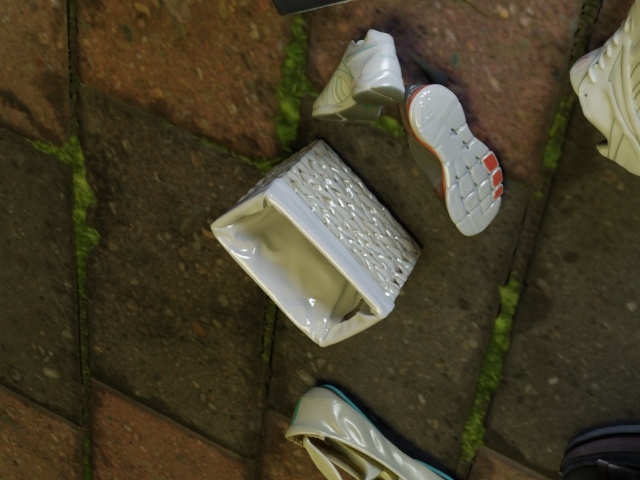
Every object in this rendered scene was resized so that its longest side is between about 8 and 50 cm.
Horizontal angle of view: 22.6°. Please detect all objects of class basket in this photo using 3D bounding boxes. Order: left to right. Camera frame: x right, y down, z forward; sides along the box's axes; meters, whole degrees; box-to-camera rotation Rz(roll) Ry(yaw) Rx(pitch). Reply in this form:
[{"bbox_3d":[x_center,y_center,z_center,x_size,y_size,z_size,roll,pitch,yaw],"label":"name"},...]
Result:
[{"bbox_3d":[0.000,0.000,1.526,0.167,0.103,0.113,47,141,-12],"label":"basket"}]

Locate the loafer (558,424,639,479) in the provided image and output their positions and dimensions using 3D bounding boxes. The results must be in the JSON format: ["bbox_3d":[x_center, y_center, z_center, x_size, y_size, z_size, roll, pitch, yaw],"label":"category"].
[{"bbox_3d":[0.348,0.243,1.497,0.303,0.095,0.109,2,131,38],"label":"loafer"}]

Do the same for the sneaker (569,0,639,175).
[{"bbox_3d":[0.240,-0.132,1.216,0.115,0.090,0.232,19,137,28],"label":"sneaker"}]

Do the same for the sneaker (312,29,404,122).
[{"bbox_3d":[0.035,-0.140,1.404,0.054,0.061,0.152,4,169,-21],"label":"sneaker"}]

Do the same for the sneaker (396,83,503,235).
[{"bbox_3d":[0.110,-0.077,1.414,0.065,0.061,0.158,32,151,56],"label":"sneaker"}]

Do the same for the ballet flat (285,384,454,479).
[{"bbox_3d":[0.066,0.260,1.754,0.248,0.086,0.086,38,142,1],"label":"ballet flat"}]

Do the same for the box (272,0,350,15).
[{"bbox_3d":[0.004,-0.279,1.198,0.093,0.156,0.158,-6,125,41],"label":"box"}]
